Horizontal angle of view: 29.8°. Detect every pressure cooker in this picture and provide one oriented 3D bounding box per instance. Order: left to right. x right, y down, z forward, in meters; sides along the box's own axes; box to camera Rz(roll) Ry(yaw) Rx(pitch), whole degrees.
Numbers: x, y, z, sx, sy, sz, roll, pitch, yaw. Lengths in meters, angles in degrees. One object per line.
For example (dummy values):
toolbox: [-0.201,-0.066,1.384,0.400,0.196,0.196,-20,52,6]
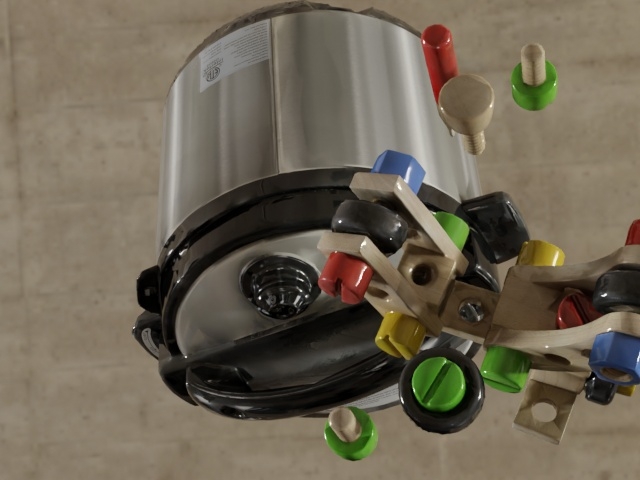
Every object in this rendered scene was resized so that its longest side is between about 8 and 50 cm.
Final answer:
pressure cooker: [-0.004,-0.003,1.307,0.375,0.420,0.370,12,-44,-18]

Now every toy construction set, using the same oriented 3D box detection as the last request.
toy construction set: [0.135,0.020,0.936,0.257,0.309,0.237,-8,-24,9]
